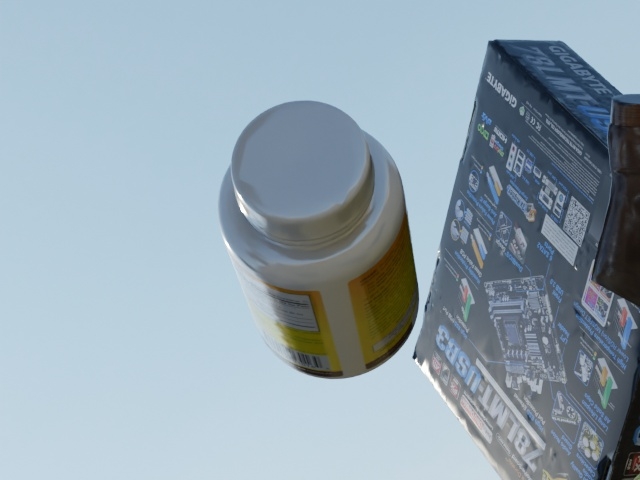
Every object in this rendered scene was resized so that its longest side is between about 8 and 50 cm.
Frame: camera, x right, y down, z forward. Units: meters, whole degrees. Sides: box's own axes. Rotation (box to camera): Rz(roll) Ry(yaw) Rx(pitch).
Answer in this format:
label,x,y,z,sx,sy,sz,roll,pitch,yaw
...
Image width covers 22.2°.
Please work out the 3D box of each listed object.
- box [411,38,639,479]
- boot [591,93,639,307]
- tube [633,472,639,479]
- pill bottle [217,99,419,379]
label,x,y,z,sx,sy,sz,roll,pitch,yaw
box,0.179,0.042,1.194,0.073,0.295,0.293,-3,-60,-22
boot,0.199,-0.019,0.857,0.037,0.106,0.114,-61,-27,-68
tube,0.181,0.123,0.771,0.070,0.062,0.240,-52,-14,9
pill bottle,0.000,0.000,1.051,0.117,0.117,0.215,-40,-24,-13
